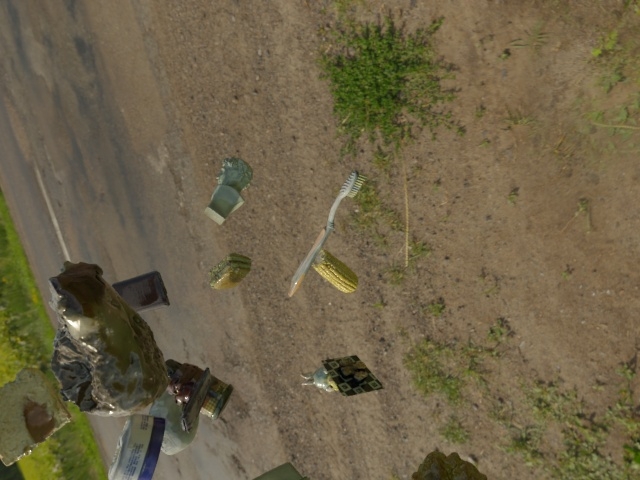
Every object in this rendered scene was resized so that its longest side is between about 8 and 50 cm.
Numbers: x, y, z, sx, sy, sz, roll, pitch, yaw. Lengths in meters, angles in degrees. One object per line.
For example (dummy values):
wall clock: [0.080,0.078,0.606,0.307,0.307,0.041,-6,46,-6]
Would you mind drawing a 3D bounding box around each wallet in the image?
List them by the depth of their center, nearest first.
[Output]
wallet: [-0.379,0.482,1.225,0.030,0.166,0.111,13,133,5]
wallet: [-0.849,0.256,1.899,0.049,0.228,0.182,-143,37,-79]

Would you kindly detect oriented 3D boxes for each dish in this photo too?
dish: [-0.597,0.750,1.696,0.117,0.256,0.257,-22,90,8]

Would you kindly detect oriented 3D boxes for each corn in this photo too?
corn: [0.057,0.118,1.543,0.093,0.094,0.244,3,150,45]

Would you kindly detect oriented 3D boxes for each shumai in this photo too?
shumai: [-0.464,0.186,0.887,0.346,0.216,0.284,31,118,41]

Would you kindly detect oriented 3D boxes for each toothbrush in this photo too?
toothbrush: [0.000,0.000,0.912,0.375,0.037,0.028,-59,32,31]

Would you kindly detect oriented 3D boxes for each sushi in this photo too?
sushi: [0.126,0.511,1.580,0.210,0.192,0.040,42,126,53]

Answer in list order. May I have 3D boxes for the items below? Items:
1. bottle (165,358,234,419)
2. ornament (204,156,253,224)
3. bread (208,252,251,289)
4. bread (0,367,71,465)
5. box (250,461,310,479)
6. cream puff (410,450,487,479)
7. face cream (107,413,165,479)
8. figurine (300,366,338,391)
bottle: [-0.456,0.524,1.435,0.271,0.143,0.156,28,153,2]
ornament: [-0.329,-0.188,1.486,0.120,0.130,0.286,-37,36,46]
bread: [-0.420,0.146,1.876,0.196,0.138,0.102,-37,63,29]
bread: [-0.893,0.530,1.231,0.224,0.183,0.211,54,148,6]
box: [-0.145,0.875,1.265,0.166,0.220,0.291,32,117,42]
cream puff: [0.395,0.783,1.233,0.244,0.196,0.245,-6,81,41]
face cream: [-0.538,0.618,1.171,0.206,0.111,0.206,-53,26,41]
figurine: [0.039,0.641,1.870,0.155,0.235,0.127,-150,55,-64]
